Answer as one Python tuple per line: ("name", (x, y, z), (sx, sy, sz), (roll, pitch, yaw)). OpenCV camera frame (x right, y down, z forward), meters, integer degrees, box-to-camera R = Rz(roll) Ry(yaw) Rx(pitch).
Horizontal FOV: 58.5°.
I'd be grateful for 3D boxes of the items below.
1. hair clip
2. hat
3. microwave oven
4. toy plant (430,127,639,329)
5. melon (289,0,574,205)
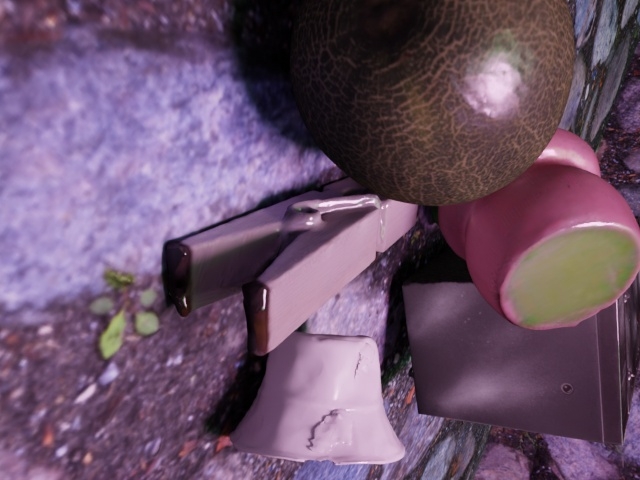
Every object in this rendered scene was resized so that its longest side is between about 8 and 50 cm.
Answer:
("hair clip", (0.000, -0.004, 0.578), (0.331, 0.101, 0.085), (-32, 129, -51))
("hat", (0.001, 0.164, 0.628), (0.203, 0.203, 0.126), (25, 66, -61))
("microwave oven", (0.372, 0.121, 1.008), (0.432, 0.375, 0.236), (-24, 108, -55))
("toy plant", (0.243, -0.046, 0.767), (0.211, 0.356, 0.316), (-6, 132, -15))
("melon", (0.102, -0.148, 0.520), (0.302, 0.238, 0.237), (3, 104, -66))
